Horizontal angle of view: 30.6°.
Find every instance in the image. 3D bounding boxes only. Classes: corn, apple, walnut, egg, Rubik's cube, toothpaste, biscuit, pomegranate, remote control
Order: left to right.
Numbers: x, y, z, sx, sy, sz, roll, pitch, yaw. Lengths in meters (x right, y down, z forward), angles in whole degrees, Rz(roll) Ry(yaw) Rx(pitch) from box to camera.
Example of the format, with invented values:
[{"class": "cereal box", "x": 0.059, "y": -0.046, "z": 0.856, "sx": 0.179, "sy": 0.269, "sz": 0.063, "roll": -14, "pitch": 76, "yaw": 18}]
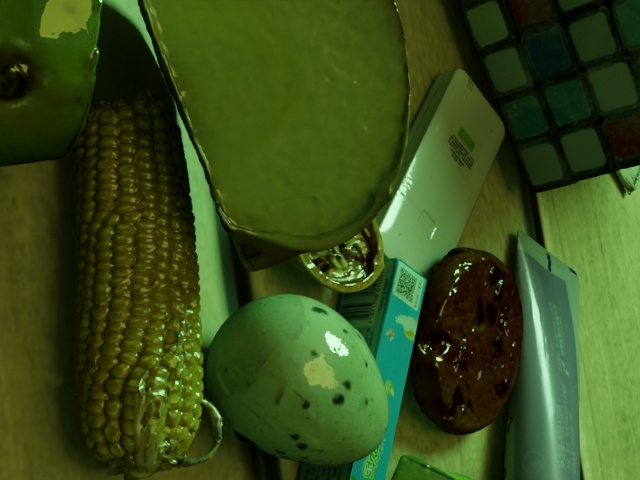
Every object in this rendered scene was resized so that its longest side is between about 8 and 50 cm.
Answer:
[{"class": "pomegranate", "x": -0.227, "y": -0.172, "z": 0.759, "sx": 0.159, "sy": 0.190, "sz": 0.241, "roll": 10, "pitch": 75, "yaw": -20}, {"class": "corn", "x": -0.136, "y": 0.028, "z": 0.866, "sx": 0.106, "sy": 0.106, "sz": 0.293, "roll": 3, "pitch": 80, "yaw": -45}, {"class": "apple", "x": -0.064, "y": -0.151, "z": 0.851, "sx": 0.179, "sy": 0.254, "sz": 0.346, "roll": -41, "pitch": 115, "yaw": -51}, {"class": "egg", "x": -0.016, "y": 0.119, "z": 0.942, "sx": 0.164, "sy": 0.131, "sz": 0.131, "roll": 46, "pitch": 52, "yaw": -11}, {"class": "walnut", "x": 0.000, "y": 0.000, "z": 1.042, "sx": 0.121, "sy": 0.052, "sz": 0.091, "roll": 38, "pitch": 59, "yaw": -28}, {"class": "toothpaste", "x": 0.033, "y": 0.144, "z": 1.038, "sx": 0.050, "sy": 0.065, "sz": 0.266, "roll": 36, "pitch": 58, "yaw": -40}, {"class": "remote control", "x": 0.117, "y": -0.059, "z": 1.185, "sx": 0.103, "sy": 0.034, "sz": 0.250, "roll": 47, "pitch": 53, "yaw": -29}, {"class": "biscuit", "x": 0.145, "y": 0.098, "z": 1.153, "sx": 0.192, "sy": 0.049, "sz": 0.192, "roll": -17, "pitch": 111, "yaw": -53}, {"class": "toothpaste", "x": 0.240, "y": 0.173, "z": 1.239, "sx": 0.125, "sy": 0.080, "sz": 0.371, "roll": 31, "pitch": 56, "yaw": -38}, {"class": "Rubik's cube", "x": 0.356, "y": -0.250, "z": 1.264, "sx": 0.293, "sy": 0.287, "sz": 0.292, "roll": -32, "pitch": 102, "yaw": -46}]

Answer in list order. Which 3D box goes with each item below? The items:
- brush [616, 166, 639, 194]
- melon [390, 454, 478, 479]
[{"class": "brush", "x": 0.319, "y": -0.197, "z": 1.431, "sx": 0.314, "sy": 0.017, "sz": 0.090, "roll": 52, "pitch": 48, "yaw": -25}, {"class": "melon", "x": 0.114, "y": 0.367, "z": 1.036, "sx": 0.196, "sy": 0.124, "sz": 0.323, "roll": 24, "pitch": 71, "yaw": -39}]
